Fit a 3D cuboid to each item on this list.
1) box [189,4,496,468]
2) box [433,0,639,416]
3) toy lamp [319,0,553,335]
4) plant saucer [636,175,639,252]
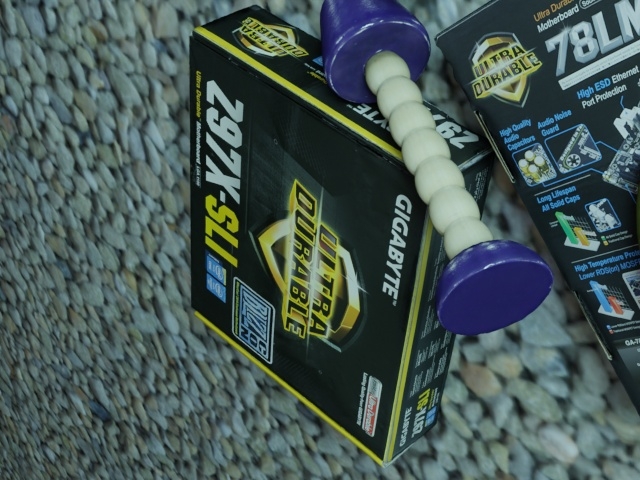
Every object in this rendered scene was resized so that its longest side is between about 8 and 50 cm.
[{"bbox_3d":[0.000,0.000,0.913,0.257,0.079,0.322,37,140,30],"label":"box"},{"bbox_3d":[0.235,-0.047,0.593,0.295,0.073,0.293,-24,96,55],"label":"box"},{"bbox_3d":[0.059,-0.068,0.702,0.080,0.080,0.275,105,154,-47],"label":"toy lamp"},{"bbox_3d":[0.254,0.021,0.532,0.241,0.037,0.241,30,137,32],"label":"plant saucer"}]
